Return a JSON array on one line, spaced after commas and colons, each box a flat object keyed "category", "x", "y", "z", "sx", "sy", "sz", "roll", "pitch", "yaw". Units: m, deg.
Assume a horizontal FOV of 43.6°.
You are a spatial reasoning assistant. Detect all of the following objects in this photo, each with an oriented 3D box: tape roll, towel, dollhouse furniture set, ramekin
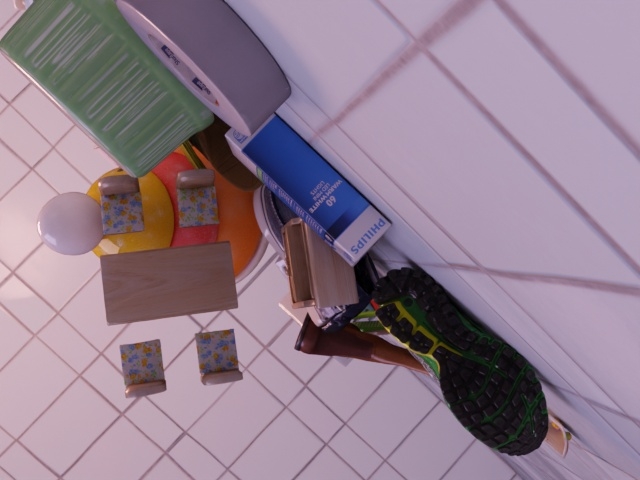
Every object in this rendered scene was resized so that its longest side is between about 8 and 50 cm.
[{"category": "tape roll", "x": -0.138, "y": -0.225, "z": 0.949, "sx": 0.219, "sy": 0.072, "sz": 0.219, "roll": 44, "pitch": 175, "yaw": 5}, {"category": "towel", "x": -0.264, "y": -0.206, "z": 1.438, "sx": 0.102, "sy": 0.021, "sz": 0.237, "roll": 49, "pitch": 171, "yaw": 41}, {"category": "dollhouse furniture set", "x": -0.164, "y": 0.055, "z": 1.339, "sx": 0.256, "sy": 0.394, "sz": 0.362, "roll": 147, "pitch": 116, "yaw": -77}, {"category": "ramekin", "x": -0.314, "y": -0.231, "z": 1.163, "sx": 0.303, "sy": 0.148, "sz": 0.303, "roll": 42, "pitch": 173, "yaw": 6}]

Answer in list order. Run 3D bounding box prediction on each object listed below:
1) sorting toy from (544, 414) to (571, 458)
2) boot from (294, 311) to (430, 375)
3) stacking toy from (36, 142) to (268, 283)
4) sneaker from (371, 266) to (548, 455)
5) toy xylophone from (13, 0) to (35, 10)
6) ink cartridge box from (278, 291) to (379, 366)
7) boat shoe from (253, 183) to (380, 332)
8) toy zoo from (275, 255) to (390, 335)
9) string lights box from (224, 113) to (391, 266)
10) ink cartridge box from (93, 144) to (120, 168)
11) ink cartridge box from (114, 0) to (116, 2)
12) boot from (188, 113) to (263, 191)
[{"category": "sorting toy", "x": 0.407, "y": 0.329, "z": 1.400, "sx": 0.083, "sy": 0.045, "sz": 0.075, "roll": 41, "pitch": 167, "yaw": 31}, {"category": "boot", "x": 0.101, "y": 0.236, "z": 1.656, "sx": 0.280, "sy": 0.096, "sz": 0.264, "roll": 20, "pitch": 174, "yaw": 19}, {"category": "stacking toy", "x": -0.351, "y": -0.049, "z": 1.600, "sx": 0.350, "sy": 0.351, "sz": 0.480, "roll": 42, "pitch": -157, "yaw": 21}, {"category": "sneaker", "x": 0.228, "y": 0.184, "z": 1.257, "sx": 0.343, "sy": 0.134, "sz": 0.146, "roll": 51, "pitch": -176, "yaw": 19}, {"category": "toy xylophone", "x": -0.505, "y": -0.430, "z": 1.591, "sx": 0.322, "sy": 0.081, "sz": 0.236, "roll": 34, "pitch": 136, "yaw": 37}, {"category": "ink cartridge box", "x": 0.046, "y": 0.179, "z": 2.065, "sx": 0.114, "sy": 0.197, "sz": 0.273, "roll": 40, "pitch": 174, "yaw": 39}, {"category": "boat shoe", "x": 0.000, "y": 0.000, "z": 1.574, "sx": 0.158, "sy": 0.127, "sz": 0.340, "roll": -39, "pitch": 77, "yaw": 44}, {"category": "toy zoo", "x": 0.027, "y": 0.101, "z": 1.756, "sx": 0.192, "sy": 0.030, "sz": 0.293, "roll": -11, "pitch": 124, "yaw": 36}, {"category": "string lights box", "x": -0.019, "y": -0.078, "z": 1.184, "sx": 0.259, "sy": 0.077, "sz": 0.133, "roll": 43, "pitch": 175, "yaw": 3}, {"category": "ink cartridge box", "x": -0.380, "y": -0.243, "z": 2.069, "sx": 0.130, "sy": 0.272, "sz": 0.309, "roll": -6, "pitch": 139, "yaw": 41}, {"category": "ink cartridge box", "x": -0.249, "y": -0.307, "z": 1.222, "sx": 0.186, "sy": 0.065, "sz": 0.311, "roll": 44, "pitch": 176, "yaw": 5}, {"category": "boot", "x": -0.207, "y": -0.201, "z": 1.528, "sx": 0.262, "sy": 0.095, "sz": 0.203, "roll": 46, "pitch": 174, "yaw": -8}]
